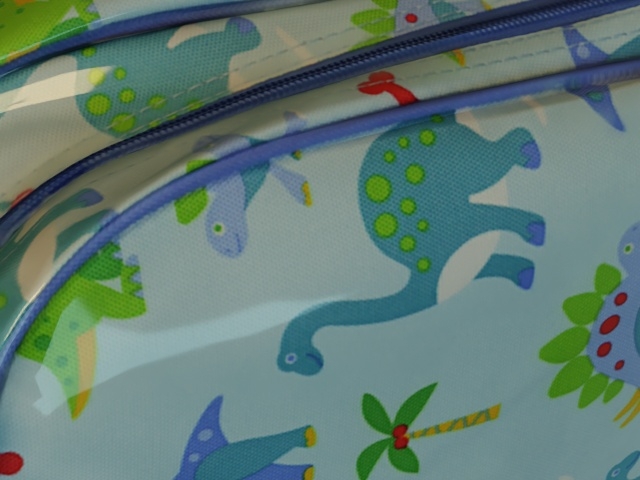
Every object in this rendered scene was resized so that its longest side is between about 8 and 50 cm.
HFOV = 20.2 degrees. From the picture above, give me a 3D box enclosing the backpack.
[{"bbox_3d":[0.000,0.000,0.516,0.355,0.273,0.290,1,131,-15],"label":"backpack"}]
